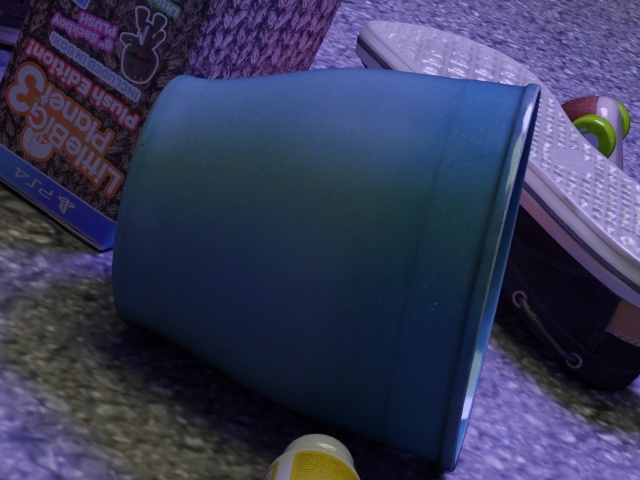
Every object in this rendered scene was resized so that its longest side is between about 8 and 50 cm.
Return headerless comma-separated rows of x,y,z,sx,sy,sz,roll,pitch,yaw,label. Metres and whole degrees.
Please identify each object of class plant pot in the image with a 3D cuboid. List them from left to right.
0.000,0.000,1.149,0.255,0.272,0.272,12,20,8,plant pot

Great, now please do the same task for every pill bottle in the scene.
-0.007,0.164,0.994,0.065,0.065,0.116,24,22,-4,pill bottle

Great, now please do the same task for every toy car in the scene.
0.223,-0.077,1.732,0.188,0.149,0.155,1,12,17,toy car

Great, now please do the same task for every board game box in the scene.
-0.112,-0.166,1.321,0.141,0.291,0.232,34,23,17,board game box

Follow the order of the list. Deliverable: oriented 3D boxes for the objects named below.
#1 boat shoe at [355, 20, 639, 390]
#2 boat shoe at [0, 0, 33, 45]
0.170,-0.051,1.554,0.186,0.156,0.500,-1,37,-37,boat shoe
-0.319,-0.245,1.542,0.285,0.092,0.103,2,30,-47,boat shoe
